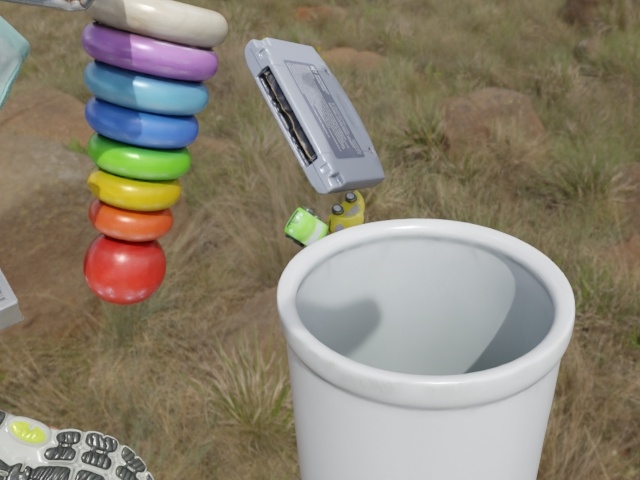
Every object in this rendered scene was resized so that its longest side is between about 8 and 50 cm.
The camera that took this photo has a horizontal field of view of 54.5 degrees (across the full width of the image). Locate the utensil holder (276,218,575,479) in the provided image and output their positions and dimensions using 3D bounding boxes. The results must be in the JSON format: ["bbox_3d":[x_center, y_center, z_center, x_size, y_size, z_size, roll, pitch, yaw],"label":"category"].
[{"bbox_3d":[0.121,0.213,0.793,0.327,0.386,0.328,-2,30,1],"label":"utensil holder"}]

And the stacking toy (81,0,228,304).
[{"bbox_3d":[-0.196,-0.085,0.655,0.141,0.330,0.141,13,18,-4],"label":"stacking toy"}]

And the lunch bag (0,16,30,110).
[{"bbox_3d":[-0.333,-0.095,0.350,0.160,0.262,0.223,8,70,50],"label":"lunch bag"}]

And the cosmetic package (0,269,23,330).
[{"bbox_3d":[-0.371,-0.021,0.592,0.060,0.099,0.239,-30,86,-25],"label":"cosmetic package"}]

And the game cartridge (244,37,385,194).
[{"bbox_3d":[-0.002,-0.218,1.098,0.196,0.060,0.294,-15,74,-51],"label":"game cartridge"}]

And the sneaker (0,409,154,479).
[{"bbox_3d":[-0.320,0.261,0.723,0.279,0.118,0.107,30,61,-12],"label":"sneaker"}]

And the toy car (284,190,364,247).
[{"bbox_3d":[0.000,0.000,1.112,0.053,0.225,0.239,31,89,22],"label":"toy car"}]

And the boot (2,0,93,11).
[{"bbox_3d":[-0.244,-0.227,0.356,0.258,0.095,0.123,8,59,-45],"label":"boot"}]
